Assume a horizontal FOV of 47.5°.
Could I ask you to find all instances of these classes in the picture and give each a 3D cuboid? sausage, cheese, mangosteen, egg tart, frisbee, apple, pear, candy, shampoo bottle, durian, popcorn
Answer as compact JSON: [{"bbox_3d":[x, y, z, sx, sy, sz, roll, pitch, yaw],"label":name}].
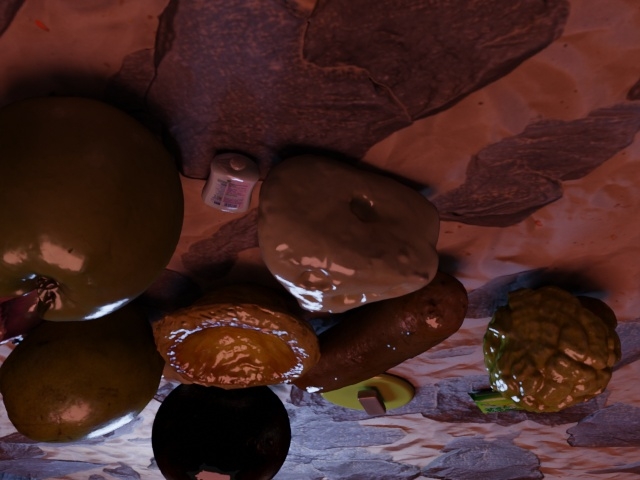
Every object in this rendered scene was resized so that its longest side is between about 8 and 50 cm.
[{"bbox_3d":[0.095,0.182,1.331,0.136,0.123,0.500,-11,162,-37],"label":"sausage"},{"bbox_3d":[-0.001,0.001,1.026,0.247,0.174,0.251,24,149,-29],"label":"cheese"},{"bbox_3d":[-0.223,0.456,1.647,0.329,0.330,0.330,4,148,2],"label":"mangosteen"},{"bbox_3d":[-0.151,0.166,1.341,0.318,0.128,0.319,2,145,1],"label":"egg tart"},{"bbox_3d":[0.107,0.358,1.716,0.235,0.017,0.236,4,148,3],"label":"frisbee"},{"bbox_3d":[-0.323,-0.038,0.930,0.291,0.254,0.292,0,147,0],"label":"apple"},{"bbox_3d":[-0.448,0.247,1.371,0.307,0.253,0.253,-23,150,-12],"label":"pear"},{"bbox_3d":[0.436,0.363,1.658,0.178,0.032,0.102,-12,144,26],"label":"candy"},{"bbox_3d":[-0.125,-0.084,1.021,0.072,0.043,0.099,12,147,-11],"label":"shampoo bottle"},{"bbox_3d":[-0.544,0.092,1.294,0.186,0.154,0.260,2,153,-38],"label":"durian"},{"bbox_3d":[0.395,0.191,1.244,0.236,0.206,0.251,-35,144,27],"label":"popcorn"}]

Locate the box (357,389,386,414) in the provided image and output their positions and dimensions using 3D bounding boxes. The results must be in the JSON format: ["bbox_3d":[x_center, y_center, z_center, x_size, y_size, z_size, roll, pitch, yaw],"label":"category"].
[{"bbox_3d":[0.121,0.380,1.709,0.048,0.025,0.115,-10,145,14],"label":"box"}]

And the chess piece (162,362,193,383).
[{"bbox_3d":[-0.379,0.258,1.551,0.396,0.117,0.117,-3,147,10],"label":"chess piece"}]

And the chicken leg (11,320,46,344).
[{"bbox_3d":[-0.581,0.178,1.491,0.233,0.063,0.105,1,153,5],"label":"chicken leg"}]
